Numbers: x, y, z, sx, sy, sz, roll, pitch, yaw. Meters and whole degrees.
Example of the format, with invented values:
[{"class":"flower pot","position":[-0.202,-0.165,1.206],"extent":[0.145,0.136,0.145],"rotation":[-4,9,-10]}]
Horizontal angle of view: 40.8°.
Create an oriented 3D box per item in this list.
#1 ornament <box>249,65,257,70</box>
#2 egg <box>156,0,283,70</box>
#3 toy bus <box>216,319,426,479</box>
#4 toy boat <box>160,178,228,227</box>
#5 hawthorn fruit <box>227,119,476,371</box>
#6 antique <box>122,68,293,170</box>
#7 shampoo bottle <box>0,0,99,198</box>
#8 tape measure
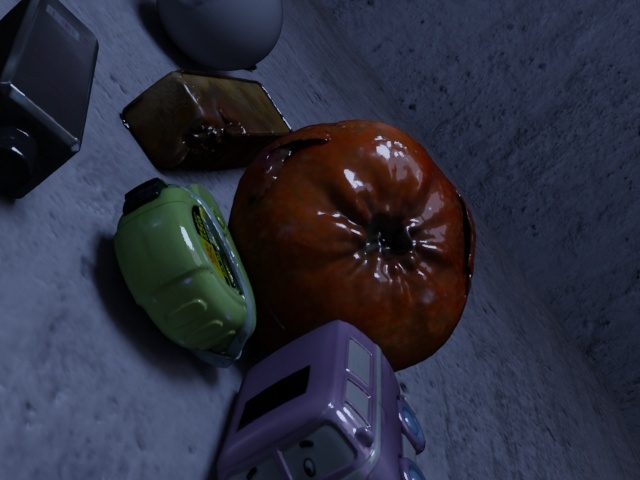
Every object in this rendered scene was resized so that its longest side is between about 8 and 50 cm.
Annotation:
[{"class":"ornament","position":[-0.116,-0.424,1.483],"extent":[0.166,0.196,0.153],"rotation":[55,15,5]},{"class":"egg","position":[-0.142,-0.340,1.271],"extent":[0.176,0.176,0.232],"rotation":[61,12,21]},{"class":"toy bus","position":[0.001,0.177,0.725],"extent":[0.142,0.142,0.202],"rotation":[56,14,-15]},{"class":"toy boat","position":[-0.135,-0.018,0.938],"extent":[0.115,0.016,0.063],"rotation":[37,23,-45]},{"class":"hawthorn fruit","position":[0.024,0.010,0.946],"extent":[0.276,0.276,0.307],"rotation":[53,-8,-5]},{"class":"antique","position":[-0.131,-0.148,1.086],"extent":[0.093,0.087,0.310],"rotation":[57,16,2]},{"class":"shampoo bottle","position":[-0.246,-0.122,0.720],"extent":[0.080,0.079,0.246],"rotation":[43,20,-31]},{"class":"tape measure","position":[-0.121,0.024,0.766],"extent":[0.178,0.087,0.154],"rotation":[63,6,21]}]
